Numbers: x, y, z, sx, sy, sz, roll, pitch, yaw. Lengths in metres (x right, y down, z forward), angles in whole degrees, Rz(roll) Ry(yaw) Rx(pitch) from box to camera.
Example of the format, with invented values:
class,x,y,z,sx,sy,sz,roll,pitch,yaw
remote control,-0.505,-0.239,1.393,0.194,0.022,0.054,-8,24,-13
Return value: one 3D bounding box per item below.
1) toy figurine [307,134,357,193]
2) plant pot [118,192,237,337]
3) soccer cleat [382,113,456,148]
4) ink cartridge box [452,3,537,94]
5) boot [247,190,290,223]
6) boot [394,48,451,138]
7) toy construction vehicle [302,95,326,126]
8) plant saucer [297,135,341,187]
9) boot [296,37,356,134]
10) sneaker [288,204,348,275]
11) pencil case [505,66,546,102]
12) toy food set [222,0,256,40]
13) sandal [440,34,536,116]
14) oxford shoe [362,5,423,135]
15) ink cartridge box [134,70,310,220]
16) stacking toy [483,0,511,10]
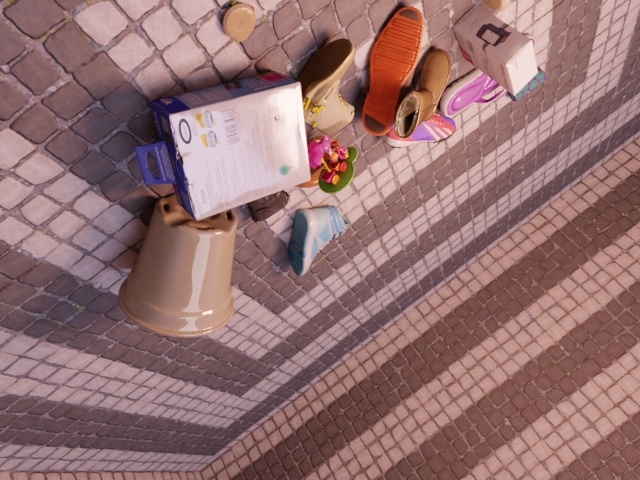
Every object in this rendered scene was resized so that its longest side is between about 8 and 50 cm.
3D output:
class,x,y,z,sx,sy,sz,roll,pitch,yaw
toy figurine,0.023,-0.255,1.479,0.173,0.130,0.159,-58,139,-8
plant pot,-0.376,0.046,1.375,0.333,0.334,0.306,-6,126,-41
soccer cleat,0.358,-0.402,1.683,0.317,0.109,0.117,-15,139,-28
ink cartridge box,0.535,-0.580,1.489,0.100,0.237,0.172,-44,149,11
boot,-0.146,-0.174,1.511,0.262,0.091,0.229,-35,155,5
boot,0.307,-0.439,1.444,0.269,0.089,0.236,-41,142,-57
toy construction vehicle,-0.041,-0.339,1.285,0.098,0.035,0.086,-1,135,-33
plant saucer,-0.012,-0.245,1.580,0.199,0.037,0.200,-26,148,-18
boot,0.038,-0.411,1.344,0.262,0.095,0.203,-45,147,25
sneaker,0.000,0.000,1.833,0.208,0.127,0.319,-16,144,-28
pencil case,0.801,-0.603,1.895,0.151,0.064,0.070,-37,133,1
toy food set,-0.181,-0.493,1.095,0.083,0.020,0.083,8,127,-49
sandal,0.609,-0.558,1.725,0.416,0.102,0.169,-36,149,-2
oxford shoe,0.215,-0.497,1.431,0.133,0.129,0.364,-48,161,-51
ink cartridge box,-0.235,-0.229,1.188,0.395,0.151,0.270,-24,127,-27
stacking toy,0.589,-0.799,1.338,0.330,0.141,0.141,-40,149,8
